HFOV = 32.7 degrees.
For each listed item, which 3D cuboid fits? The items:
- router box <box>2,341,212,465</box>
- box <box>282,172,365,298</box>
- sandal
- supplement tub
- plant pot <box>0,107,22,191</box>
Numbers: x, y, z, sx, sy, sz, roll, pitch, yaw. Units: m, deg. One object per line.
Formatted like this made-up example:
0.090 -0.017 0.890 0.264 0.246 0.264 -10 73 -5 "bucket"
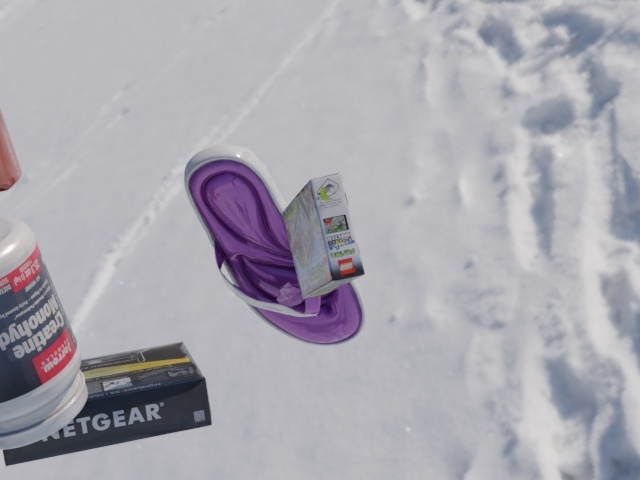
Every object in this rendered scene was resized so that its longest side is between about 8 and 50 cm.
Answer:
-0.342 0.247 1.709 0.309 0.081 0.243 -9 10 -13 "router box"
0.000 0.000 1.248 0.036 0.114 0.207 -12 -6 -12 "box"
-0.077 0.039 1.629 0.169 0.416 0.102 -26 34 19 "sandal"
-0.437 0.123 1.469 0.191 0.272 0.191 -13 25 6 "supplement tub"
-0.496 -0.158 1.279 0.273 0.265 0.272 -16 20 6 "plant pot"
